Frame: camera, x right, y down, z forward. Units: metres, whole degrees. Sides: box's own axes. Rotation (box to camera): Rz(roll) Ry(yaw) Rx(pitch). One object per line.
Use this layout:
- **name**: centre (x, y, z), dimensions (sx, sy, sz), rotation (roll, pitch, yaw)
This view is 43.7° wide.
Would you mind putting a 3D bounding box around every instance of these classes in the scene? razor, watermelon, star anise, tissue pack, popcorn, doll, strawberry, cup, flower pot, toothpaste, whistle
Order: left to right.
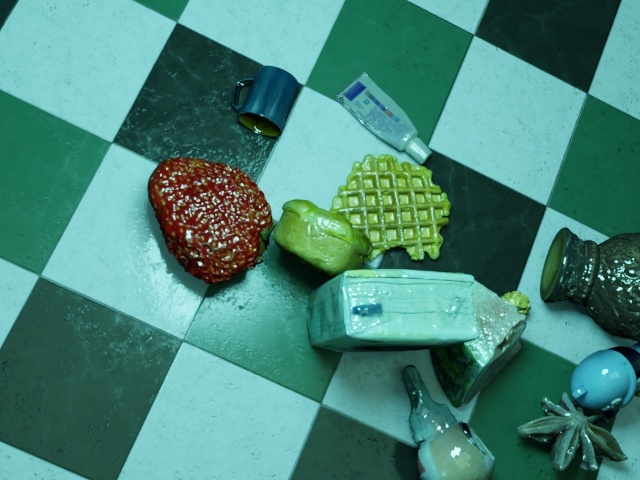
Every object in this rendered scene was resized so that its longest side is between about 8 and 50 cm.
- **strawberry**: centre (-0.243, -0.054, 1.771), dimensions (0.260, 0.258, 0.261), rotation (-13, 42, 12)
- **cup**: centre (-0.139, -0.346, 1.934), dimensions (0.150, 0.113, 0.138), rotation (22, 73, -8)
- **tissue pack**: centre (0.143, 0.158, 1.744), dimensions (0.287, 0.388, 0.162), rotation (3, 80, -11)
- **toothpaste**: centre (0.169, -0.301, 2.022), dimensions (0.282, 0.068, 0.099), rotation (45, 43, 10)
- **whistle**: centre (0.267, 0.452, 1.836), dimensions (0.189, 0.189, 0.348), rotation (-26, 71, -16)
- **watermelon**: centre (0.375, 0.235, 1.920), dimensions (0.231, 0.193, 0.310), rotation (0, 64, 8)
- **popcorn**: centre (0.478, 0.163, 1.977), dimensions (0.082, 0.083, 0.057), rotation (24, 38, -38)
- **star anise**: centre (0.593, 0.468, 1.918), dimensions (0.257, 0.111, 0.199), rotation (-8, 54, -29)
- **flower pot**: centre (0.694, 0.091, 1.950), dimensions (0.266, 0.266, 0.267), rotation (15, 75, 2)
- **razor**: centre (0.751, 0.404, 2.007), dimensions (0.154, 0.044, 0.028), rotation (-41, 129, -20)
- **doll**: centre (0.722, 0.325, 1.925), dimensions (0.313, 0.177, 0.141), rotation (-14, 61, -27)

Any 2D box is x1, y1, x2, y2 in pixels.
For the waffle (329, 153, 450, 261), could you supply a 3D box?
- **waffle**: centre (0.174, -0.071, 1.971), dimensions (0.300, 0.058, 0.282), rotation (19, 77, -7)

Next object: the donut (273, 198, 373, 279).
- **donut**: centre (0.000, 0.000, 1.812), dimensions (0.208, 0.261, 0.128), rotation (26, 85, 26)
